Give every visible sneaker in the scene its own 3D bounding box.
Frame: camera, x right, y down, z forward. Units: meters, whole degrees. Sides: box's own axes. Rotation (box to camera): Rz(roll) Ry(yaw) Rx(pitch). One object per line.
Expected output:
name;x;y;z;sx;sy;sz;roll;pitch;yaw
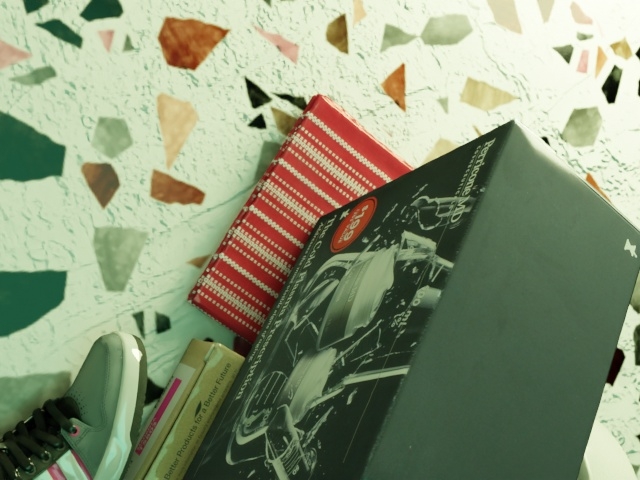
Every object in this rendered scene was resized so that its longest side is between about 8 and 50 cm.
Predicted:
sneaker;-0.288;0.205;0.870;0.178;0.124;0.295;24;82;-32

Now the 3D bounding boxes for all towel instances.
towel;0.000;0.000;1.039;0.199;0.031;0.275;36;79;-22

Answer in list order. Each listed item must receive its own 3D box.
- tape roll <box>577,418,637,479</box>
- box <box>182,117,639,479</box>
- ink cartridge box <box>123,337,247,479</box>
tape roll;0.147;0.326;0.916;0.072;0.392;0.392;26;81;-21
box;0.077;0.113;0.840;0.179;0.312;0.343;38;58;-19
ink cartridge box;-0.098;0.246;0.967;0.193;0.088;0.235;34;77;-20
